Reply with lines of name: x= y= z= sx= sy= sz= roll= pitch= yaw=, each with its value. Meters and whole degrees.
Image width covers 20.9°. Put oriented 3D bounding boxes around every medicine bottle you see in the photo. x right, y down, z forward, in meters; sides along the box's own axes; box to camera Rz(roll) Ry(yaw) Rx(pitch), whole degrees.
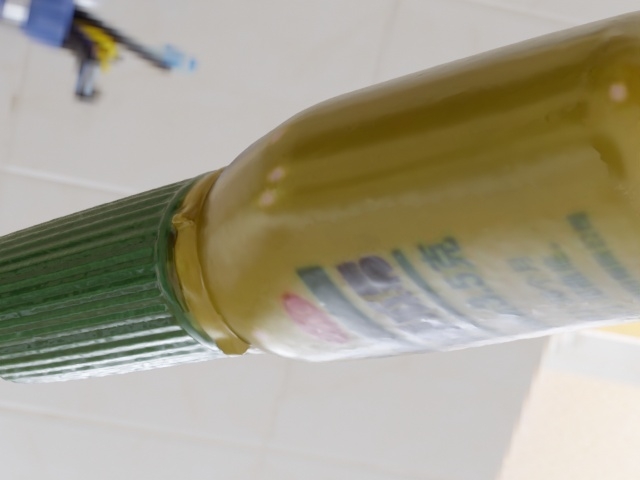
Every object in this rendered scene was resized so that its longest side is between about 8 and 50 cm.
medicine bottle: x=0.000 y=0.000 z=0.453 sx=0.261 sy=0.095 sz=0.064 roll=-11 pitch=-115 yaw=40
